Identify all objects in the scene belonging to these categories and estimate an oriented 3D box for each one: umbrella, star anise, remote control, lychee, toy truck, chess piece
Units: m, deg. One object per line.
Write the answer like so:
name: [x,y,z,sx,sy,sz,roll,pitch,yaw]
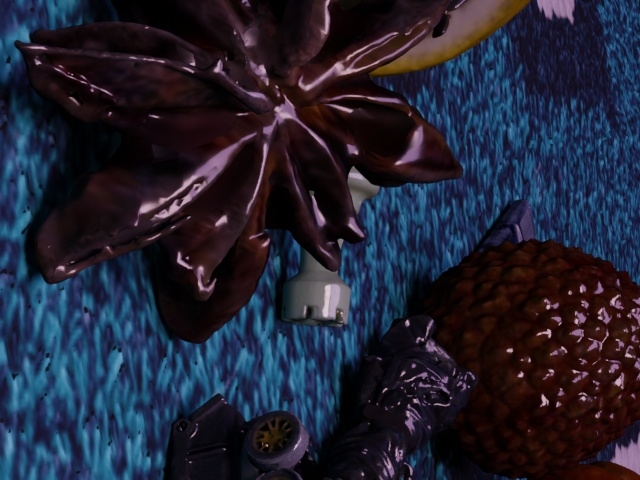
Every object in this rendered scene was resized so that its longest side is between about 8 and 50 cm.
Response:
umbrella: [0.042,0.121,1.100,0.080,0.071,0.224,48,34,-5]
star anise: [-0.036,-0.069,0.860,0.283,0.129,0.212,-37,113,-18]
remote control: [0.163,0.006,1.488,0.152,0.027,0.043,-47,120,-65]
lychee: [0.165,0.082,1.260,0.188,0.188,0.188,-9,90,-68]
toy truck: [-0.035,0.172,0.863,0.083,0.092,0.192,58,23,-45]
chess piece: [0.000,0.000,1.053,0.067,0.067,0.103,27,66,-63]

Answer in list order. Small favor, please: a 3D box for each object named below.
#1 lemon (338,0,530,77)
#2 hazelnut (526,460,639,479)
lemon: [0.027,-0.229,0.982,0.219,0.241,0.240,-91,159,-47]
hazelnut: [0.211,0.255,1.300,0.182,0.182,0.182,-9,90,-68]
